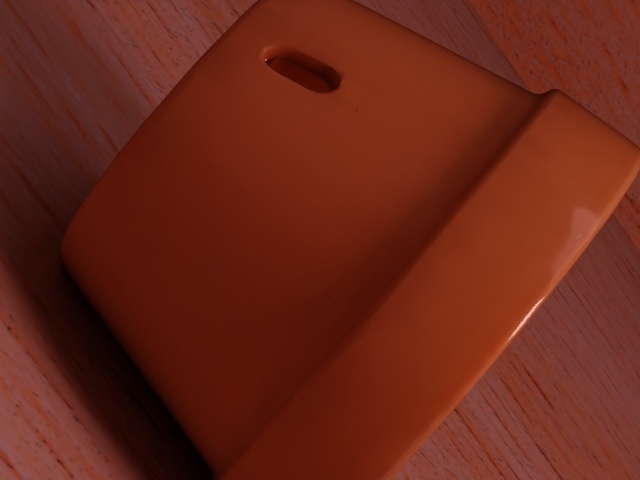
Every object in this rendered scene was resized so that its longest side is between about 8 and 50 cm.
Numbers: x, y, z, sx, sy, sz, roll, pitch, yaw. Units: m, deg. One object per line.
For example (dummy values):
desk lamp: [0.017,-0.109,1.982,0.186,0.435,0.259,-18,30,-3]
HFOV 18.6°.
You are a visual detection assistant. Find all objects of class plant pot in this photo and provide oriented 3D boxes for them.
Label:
plant pot: [0.000,0.000,1.033,0.203,0.291,0.291,40,18,1]
